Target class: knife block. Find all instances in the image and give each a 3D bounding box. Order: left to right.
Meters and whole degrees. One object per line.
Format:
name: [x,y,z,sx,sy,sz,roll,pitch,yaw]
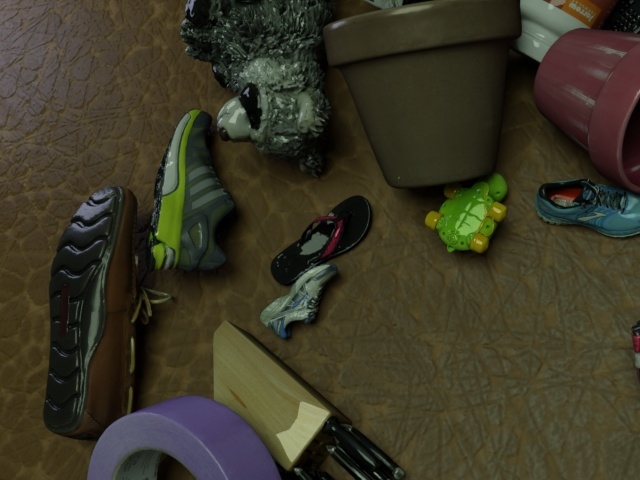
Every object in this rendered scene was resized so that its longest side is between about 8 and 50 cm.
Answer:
knife block: [-0.018,0.234,1.219,0.242,0.088,0.276,-11,67,17]

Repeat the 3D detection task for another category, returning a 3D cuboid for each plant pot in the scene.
plant pot: [0.150,-0.195,1.227,0.262,0.263,0.230,-7,99,19]
plant pot: [0.381,-0.184,1.166,0.201,0.201,0.180,-50,46,-2]

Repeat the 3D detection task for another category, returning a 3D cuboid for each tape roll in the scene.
tape roll: [-0.175,0.344,1.172,0.274,0.090,0.275,7,102,34]

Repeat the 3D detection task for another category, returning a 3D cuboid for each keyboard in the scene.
keyboard: [0.400,-0.369,1.304,0.100,0.038,0.192,-39,63,4]

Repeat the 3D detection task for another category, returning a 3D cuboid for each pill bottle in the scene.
pill bottle: [0.347,-0.343,1.250,0.121,0.121,0.216,36,105,28]

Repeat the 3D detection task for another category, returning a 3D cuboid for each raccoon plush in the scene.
raccoon plush: [0.001,-0.317,1.360,0.446,0.216,0.299,-45,69,1]

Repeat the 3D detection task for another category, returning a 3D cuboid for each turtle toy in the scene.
turtle toy: [0.209,-0.038,1.240,0.095,0.066,0.130,30,83,26]

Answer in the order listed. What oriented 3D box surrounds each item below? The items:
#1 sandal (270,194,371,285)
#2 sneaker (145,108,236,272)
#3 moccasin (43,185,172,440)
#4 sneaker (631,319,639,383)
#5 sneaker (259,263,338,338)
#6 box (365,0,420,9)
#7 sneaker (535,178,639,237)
sandal: [0.000,0.000,1.324,0.179,0.040,0.067,-38,62,5]
sneaker: [-0.190,-0.071,1.398,0.121,0.111,0.300,15,57,-16]
moccasin: [-0.316,0.105,1.367,0.139,0.147,0.380,-14,69,32]
sneaker: [0.516,0.129,1.044,0.299,0.121,0.112,-8,97,18]
sneaker: [-0.020,0.089,1.301,0.135,0.052,0.058,-43,71,11]
box: [0.124,-0.407,1.355,0.114,0.036,0.207,30,48,17]
sneaker: [0.356,-0.046,1.181,0.162,0.073,0.064,4,72,23]
